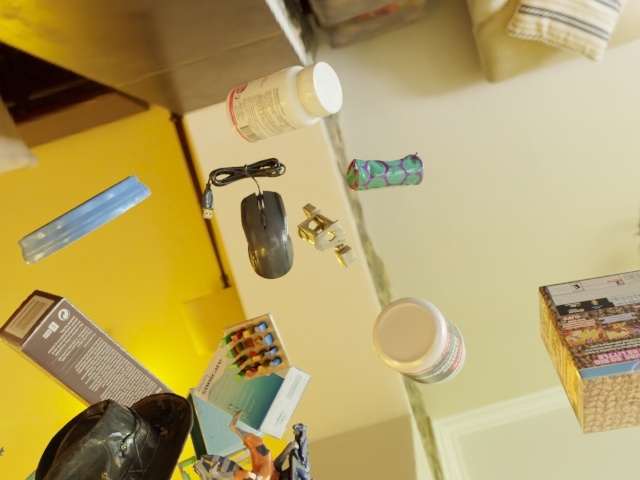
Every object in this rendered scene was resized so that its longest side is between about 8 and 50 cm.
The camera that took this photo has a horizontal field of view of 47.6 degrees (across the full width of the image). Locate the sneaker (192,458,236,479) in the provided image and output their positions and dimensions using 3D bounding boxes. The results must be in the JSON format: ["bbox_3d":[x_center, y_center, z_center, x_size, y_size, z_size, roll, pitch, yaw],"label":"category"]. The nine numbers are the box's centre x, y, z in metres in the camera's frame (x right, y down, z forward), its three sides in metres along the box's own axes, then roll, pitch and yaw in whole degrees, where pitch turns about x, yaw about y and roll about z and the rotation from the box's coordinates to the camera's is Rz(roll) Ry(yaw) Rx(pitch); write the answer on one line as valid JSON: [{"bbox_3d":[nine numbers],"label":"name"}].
[{"bbox_3d":[-0.299,0.723,1.899,0.131,0.296,0.112,11,155,-13],"label":"sneaker"}]

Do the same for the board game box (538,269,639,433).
[{"bbox_3d":[0.583,0.208,1.422,0.232,0.141,0.291,-10,-148,5],"label":"board game box"}]

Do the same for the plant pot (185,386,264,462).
[{"bbox_3d":[-0.313,0.621,2.497,0.252,0.247,0.247,-11,159,-23],"label":"plant pot"}]

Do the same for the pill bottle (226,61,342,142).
[{"bbox_3d":[-0.095,-0.365,1.913,0.283,0.160,0.160,-11,-176,33],"label":"pill bottle"}]

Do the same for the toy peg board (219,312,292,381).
[{"bbox_3d":[-0.187,0.304,1.988,0.161,0.161,0.079,-20,-174,26],"label":"toy peg board"}]

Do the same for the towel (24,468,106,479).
[{"bbox_3d":[-0.658,0.648,2.004,0.248,0.038,0.325,18,-151,15],"label":"towel"}]

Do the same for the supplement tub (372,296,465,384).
[{"bbox_3d":[0.263,0.268,1.884,0.191,0.191,0.272,-16,155,19],"label":"supplement tub"}]

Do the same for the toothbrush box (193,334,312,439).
[{"bbox_3d":[-0.210,0.440,2.212,0.296,0.216,0.126,17,164,37],"label":"toothbrush box"}]

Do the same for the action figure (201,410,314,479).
[{"bbox_3d":[-0.133,0.606,1.923,0.178,0.330,0.341,-43,-167,17],"label":"action figure"}]

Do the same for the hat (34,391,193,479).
[{"bbox_3d":[-0.358,0.352,1.141,0.331,0.134,0.331,-31,-150,21],"label":"hat"}]

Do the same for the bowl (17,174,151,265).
[{"bbox_3d":[-0.663,-0.065,2.035,0.391,0.077,0.391,-28,-168,7],"label":"bowl"}]

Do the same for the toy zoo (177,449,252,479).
[{"bbox_3d":[-0.334,0.800,2.536,0.293,0.030,0.192,-21,-133,-15],"label":"toy zoo"}]

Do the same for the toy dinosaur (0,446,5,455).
[{"bbox_3d":[-0.575,0.351,1.224,0.082,0.047,0.090,15,152,16],"label":"toy dinosaur"}]

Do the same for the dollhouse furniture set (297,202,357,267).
[{"bbox_3d":[0.000,0.000,2.214,0.101,0.161,0.182,-37,-146,-14],"label":"dollhouse furniture set"}]

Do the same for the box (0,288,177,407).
[{"bbox_3d":[-0.496,0.282,1.580,0.191,0.381,0.143,3,-128,52],"label":"box"}]

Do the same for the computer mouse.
[{"bbox_3d":[-0.155,-0.047,1.509,0.184,0.262,0.060,-6,169,0],"label":"computer mouse"}]

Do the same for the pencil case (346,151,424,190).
[{"bbox_3d":[0.133,-0.141,1.490,0.152,0.070,0.064,-5,168,-14],"label":"pencil case"}]
